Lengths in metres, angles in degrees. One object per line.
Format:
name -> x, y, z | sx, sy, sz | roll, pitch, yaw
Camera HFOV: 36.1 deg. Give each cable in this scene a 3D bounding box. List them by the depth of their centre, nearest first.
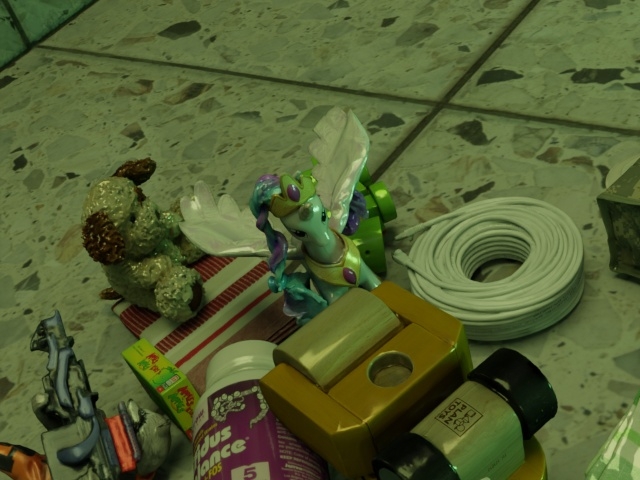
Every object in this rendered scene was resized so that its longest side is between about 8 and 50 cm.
cable -> 0.256, 0.040, 1.430 | 0.257, 0.089, 0.257 | -24, 38, -5

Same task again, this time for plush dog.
plush dog -> -0.304, -0.005, 1.586 | 0.210, 0.225, 0.262 | -13, 38, 15

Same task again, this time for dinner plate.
dinner plate -> 0.520, -0.102, 1.542 | 0.141, 0.017, 0.141 | -14, 37, 11

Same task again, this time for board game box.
board game box -> -0.219, 0.211, 1.404 | 0.043, 0.092, 0.181 | -36, 27, -17

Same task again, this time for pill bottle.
pill bottle -> -0.077, 0.270, 1.233 | 0.169, 0.169, 0.302 | -18, 37, 3

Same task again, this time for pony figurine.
pony figurine -> 0.000, 0.000, 1.363 | 0.302, 0.363, 0.351 | -36, 30, -2

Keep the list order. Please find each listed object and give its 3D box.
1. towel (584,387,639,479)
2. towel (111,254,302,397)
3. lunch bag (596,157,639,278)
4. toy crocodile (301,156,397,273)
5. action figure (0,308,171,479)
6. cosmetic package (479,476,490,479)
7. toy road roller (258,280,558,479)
towel -> 0.468, 0.190, 1.074 | 0.247, 0.038, 0.325 | 25, 77, 34
towel -> -0.176, 0.111, 1.590 | 0.237, 0.037, 0.329 | -38, 39, -18
lunch bag -> 0.565, -0.038, 1.316 | 0.235, 0.169, 0.287 | -40, 37, -26
toy crocodile -> 0.049, -0.062, 1.656 | 0.115, 0.105, 0.340 | -23, 32, -3
action figure -> -0.363, 0.285, 1.353 | 0.330, 0.178, 0.342 | -15, 62, -1
cosmetic package -> 0.118, 0.389, 0.948 | 0.224, 0.225, 0.138 | -26, 35, -7
toy road roller -> 0.108, 0.226, 1.133 | 0.202, 0.241, 0.329 | -36, 43, -22
